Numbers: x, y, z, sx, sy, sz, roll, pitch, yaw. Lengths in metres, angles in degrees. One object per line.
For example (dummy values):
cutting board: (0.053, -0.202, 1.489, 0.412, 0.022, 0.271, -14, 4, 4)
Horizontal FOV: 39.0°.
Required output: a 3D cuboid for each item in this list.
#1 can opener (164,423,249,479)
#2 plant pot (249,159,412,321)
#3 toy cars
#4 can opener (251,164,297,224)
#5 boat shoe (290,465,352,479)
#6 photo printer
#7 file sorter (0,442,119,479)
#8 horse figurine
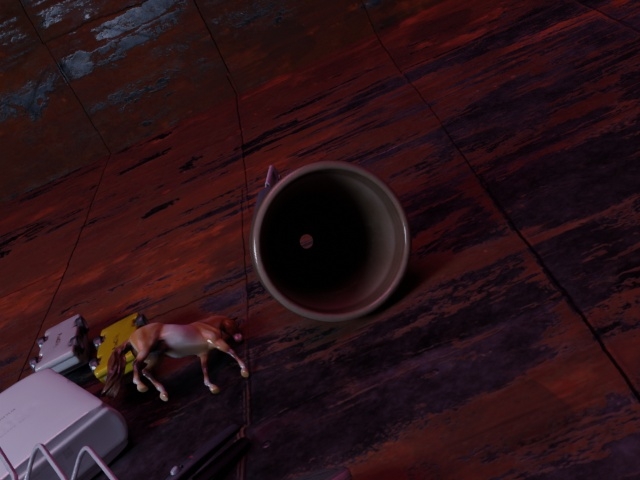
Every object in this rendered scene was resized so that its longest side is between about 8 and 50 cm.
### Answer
can opener: (-0.172, 0.319, 1.249, 0.073, 0.059, 0.186, 4, 38, 49)
plant pot: (0.000, 0.000, 1.543, 0.263, 0.263, 0.229, -30, 6, -10)
toy cars: (-0.417, 0.215, 1.681, 0.393, 0.087, 0.176, -5, 29, 45)
can opener: (-0.087, -0.090, 1.977, 0.095, 0.076, 0.283, -21, 25, 13)
boat shoe: (-0.076, 0.374, 1.017, 0.320, 0.103, 0.118, -35, 6, -33)
photo printer: (-0.483, 0.331, 1.473, 0.256, 0.107, 0.307, -38, 27, -26)
file sorter: (-0.413, 0.347, 1.113, 0.192, 0.277, 0.173, 17, 93, 58)
horse figurine: (-0.238, 0.187, 1.496, 0.263, 0.066, 0.174, -7, 39, -21)
